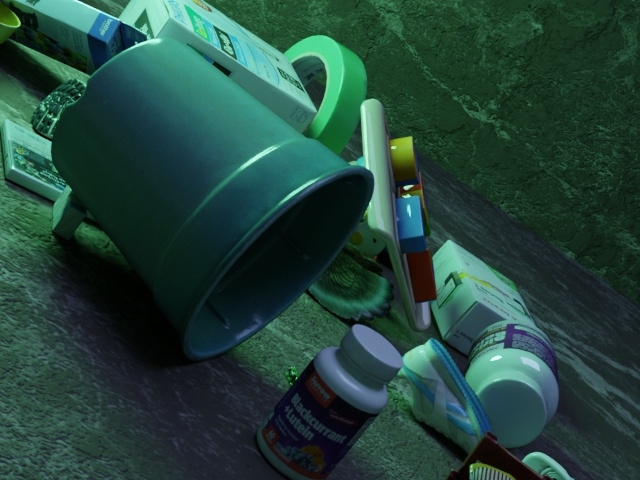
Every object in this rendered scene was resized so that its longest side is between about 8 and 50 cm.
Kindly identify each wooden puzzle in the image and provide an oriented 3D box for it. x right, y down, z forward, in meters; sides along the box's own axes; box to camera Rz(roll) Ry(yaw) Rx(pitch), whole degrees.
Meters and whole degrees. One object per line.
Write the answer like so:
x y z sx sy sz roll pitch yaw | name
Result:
0.162 -0.047 2.072 0.348 0.081 0.322 63 20 -50 | wooden puzzle

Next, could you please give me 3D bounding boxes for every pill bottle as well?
0.015 0.202 1.386 0.108 0.193 0.108 34 16 -11 | pill bottle
0.340 0.257 1.982 0.169 0.169 0.301 38 15 2 | pill bottle

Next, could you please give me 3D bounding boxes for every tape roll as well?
-0.035 -0.290 2.441 0.077 0.321 0.321 26 19 -36 | tape roll

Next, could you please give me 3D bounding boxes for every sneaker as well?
0.416 0.438 1.826 0.217 0.079 0.121 51 16 16 | sneaker
-0.363 -0.165 1.792 0.283 0.110 0.122 32 -15 43 | sneaker
0.207 0.276 1.809 0.228 0.092 0.087 59 16 4 | sneaker

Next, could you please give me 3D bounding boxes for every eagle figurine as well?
0.009 -0.001 2.041 0.226 0.225 0.298 -38 117 -38 | eagle figurine

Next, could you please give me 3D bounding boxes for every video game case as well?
-0.393 -0.099 1.679 0.190 0.022 0.173 29 17 -31 | video game case

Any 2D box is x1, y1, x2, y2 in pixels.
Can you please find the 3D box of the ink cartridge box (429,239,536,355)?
0.342 0.148 2.372 0.201 0.117 0.278 33 19 -20 | ink cartridge box

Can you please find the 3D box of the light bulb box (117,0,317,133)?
-0.243 -0.334 2.294 0.361 0.225 0.358 30 17 -27 | light bulb box

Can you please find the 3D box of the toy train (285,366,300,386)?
-0.029 0.212 1.593 0.024 0.017 0.083 39 12 -32 | toy train

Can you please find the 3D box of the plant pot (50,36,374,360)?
-0.162 -0.075 1.496 0.334 0.341 0.341 44 17 17 | plant pot

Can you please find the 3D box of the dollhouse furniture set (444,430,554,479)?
0.314 0.441 1.432 0.374 0.152 0.201 36 16 -4 | dollhouse furniture set

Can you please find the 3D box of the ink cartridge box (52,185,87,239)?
-0.352 -0.043 1.555 0.028 0.048 0.083 31 17 -25 | ink cartridge box

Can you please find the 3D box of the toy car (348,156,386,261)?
0.069 -0.038 2.284 0.238 0.219 0.210 66 15 -5 | toy car

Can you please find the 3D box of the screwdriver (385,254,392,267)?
0.207 0.085 2.480 0.170 0.025 0.024 40 13 -25 | screwdriver

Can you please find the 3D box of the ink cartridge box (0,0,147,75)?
-0.452 -0.373 1.987 0.311 0.065 0.186 23 -17 3 | ink cartridge box

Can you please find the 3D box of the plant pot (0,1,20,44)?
-0.587 -0.360 1.859 0.134 0.095 0.134 34 15 -11 | plant pot

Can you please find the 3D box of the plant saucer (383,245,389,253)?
0.145 -0.001 2.495 0.195 0.037 0.195 29 6 -3 | plant saucer
